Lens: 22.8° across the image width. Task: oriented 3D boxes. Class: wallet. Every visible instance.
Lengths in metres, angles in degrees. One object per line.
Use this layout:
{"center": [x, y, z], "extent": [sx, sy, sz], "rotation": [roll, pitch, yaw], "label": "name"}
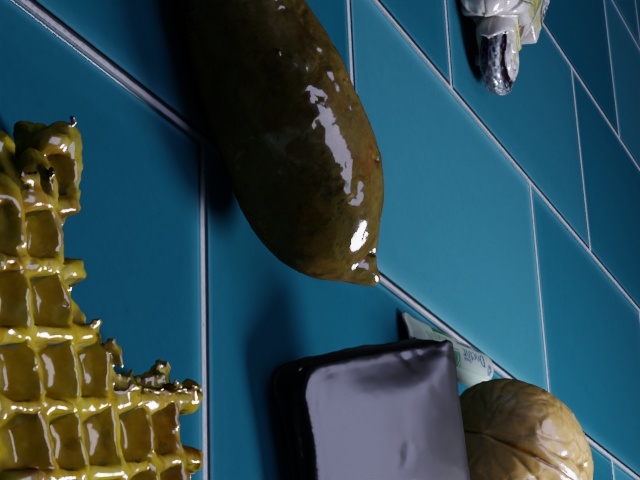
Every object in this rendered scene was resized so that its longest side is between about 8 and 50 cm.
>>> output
{"center": [0.064, 0.275, 1.340], "extent": [0.197, 0.051, 0.377], "rotation": [-6, 86, -40], "label": "wallet"}

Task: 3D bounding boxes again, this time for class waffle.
{"center": [-0.154, 0.087, 0.956], "extent": [0.259, 0.069, 0.293], "rotation": [-72, 143, -53], "label": "waffle"}

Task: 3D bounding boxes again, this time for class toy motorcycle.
{"center": [0.249, -0.367, 2.120], "extent": [0.340, 0.108, 0.223], "rotation": [-68, 148, -43], "label": "toy motorcycle"}

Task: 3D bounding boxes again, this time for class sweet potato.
{"center": [-0.045, -0.155, 1.272], "extent": [0.130, 0.131, 0.422], "rotation": [-25, 98, -68], "label": "sweet potato"}

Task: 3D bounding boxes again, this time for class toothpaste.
{"center": [0.139, 0.126, 1.709], "extent": [0.218, 0.041, 0.064], "rotation": [29, 41, -60], "label": "toothpaste"}

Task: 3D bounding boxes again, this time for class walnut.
{"center": [0.202, 0.234, 1.651], "extent": [0.197, 0.165, 0.165], "rotation": [51, 35, -45], "label": "walnut"}
